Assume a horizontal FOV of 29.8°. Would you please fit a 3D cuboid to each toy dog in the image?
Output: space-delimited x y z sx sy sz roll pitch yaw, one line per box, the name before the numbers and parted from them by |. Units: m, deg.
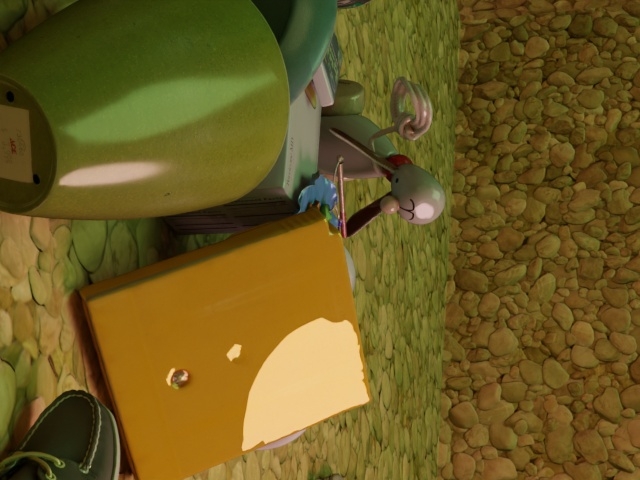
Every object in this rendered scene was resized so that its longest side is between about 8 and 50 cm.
toy dog | 0.038 -0.120 1.780 0.333 0.160 0.220 -162 -123 -67

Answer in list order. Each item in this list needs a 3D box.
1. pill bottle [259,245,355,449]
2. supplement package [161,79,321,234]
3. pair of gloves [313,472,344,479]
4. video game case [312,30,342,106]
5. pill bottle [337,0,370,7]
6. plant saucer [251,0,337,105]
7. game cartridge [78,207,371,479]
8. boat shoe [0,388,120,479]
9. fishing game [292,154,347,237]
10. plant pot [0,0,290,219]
pill bottle | -0.065 0.127 1.771 0.363 0.210 0.210 -62 146 -62
supplement package | -0.115 -0.156 1.654 0.145 0.204 0.262 52 39 -63
pair of gloves | 0.019 0.569 2.299 0.204 0.042 0.240 14 72 -70
video game case | -0.008 -0.303 1.656 0.173 0.022 0.190 -79 155 -60
pill bottle | 0.028 -0.539 2.240 0.361 0.204 0.204 -24 110 -73
plant saucer | -0.128 -0.242 1.444 0.043 0.317 0.318 43 45 -49
game cartridge | -0.107 0.133 1.482 0.052 0.323 0.285 39 -35 57
boat shoe | -0.278 0.262 1.170 0.091 0.109 0.305 78 21 -44
fishing game | 0.000 0.000 1.614 0.264 0.041 0.189 -58 149 -53
plant pot | -0.223 -0.129 1.236 0.293 0.274 0.275 -30 117 -54
